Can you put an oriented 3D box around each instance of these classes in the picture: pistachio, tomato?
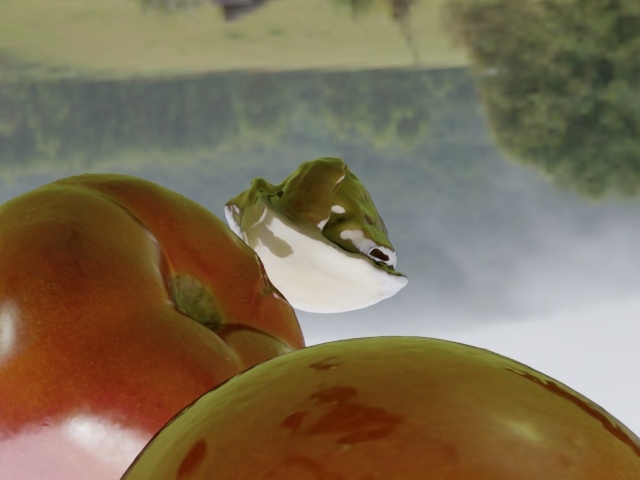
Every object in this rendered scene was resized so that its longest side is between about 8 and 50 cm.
[{"bbox_3d":[0.000,0.000,1.613,0.165,0.130,0.210,25,170,24],"label":"pistachio"},{"bbox_3d":[0.031,0.159,0.648,0.256,0.256,0.224,0,-153,45],"label":"tomato"},{"bbox_3d":[-0.149,0.104,1.283,0.226,0.298,0.298,-40,168,25],"label":"tomato"}]
